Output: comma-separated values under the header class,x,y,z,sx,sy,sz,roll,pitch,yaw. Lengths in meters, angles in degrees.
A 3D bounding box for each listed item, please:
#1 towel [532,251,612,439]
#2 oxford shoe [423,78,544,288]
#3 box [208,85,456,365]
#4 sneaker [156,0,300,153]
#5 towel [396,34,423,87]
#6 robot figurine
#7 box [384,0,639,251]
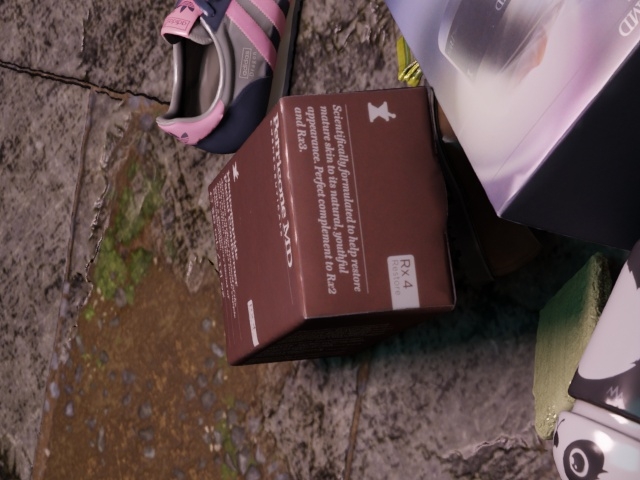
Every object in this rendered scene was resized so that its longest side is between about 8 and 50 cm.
class,x,y,z,sx,sy,sz,roll,pitch,yaw
towel,0.219,0.090,1.646,0.110,0.027,0.148,124,161,-46
oxford shoe,0.153,-0.070,1.746,0.096,0.083,0.227,-22,64,13
box,0.000,0.000,1.721,0.381,0.143,0.191,143,122,-73
sneaker,-0.097,-0.248,1.952,0.112,0.131,0.319,5,92,46
towel,0.132,-0.260,1.765,0.237,0.021,0.102,-60,17,25
robot figurine,0.291,0.101,1.491,0.173,0.209,0.278,22,85,40
box,0.234,-0.202,1.543,0.296,0.182,0.294,-54,42,30
